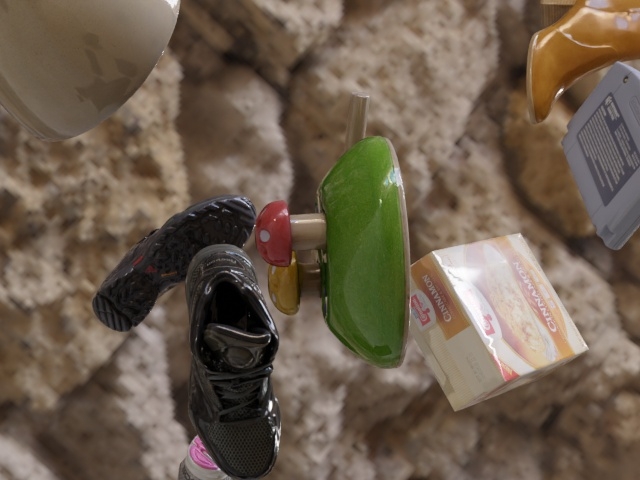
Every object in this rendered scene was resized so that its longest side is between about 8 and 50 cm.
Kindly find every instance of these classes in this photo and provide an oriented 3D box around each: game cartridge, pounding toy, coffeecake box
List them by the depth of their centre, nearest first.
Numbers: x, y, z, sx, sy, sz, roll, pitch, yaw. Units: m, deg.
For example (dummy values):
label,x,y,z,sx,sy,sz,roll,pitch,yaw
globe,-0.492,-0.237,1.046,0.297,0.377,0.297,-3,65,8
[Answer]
label,x,y,z,sx,sy,sz,roll,pitch,yaw
pounding toy,0.000,0.000,1.202,0.237,0.110,0.182,-105,-167,-63
coffeecake box,0.166,0.076,1.490,0.068,0.185,0.142,-36,-104,32
game cartridge,0.478,-0.145,2.373,0.062,0.198,0.297,26,31,-24

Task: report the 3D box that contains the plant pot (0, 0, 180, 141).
label,x,y,z,sx,sy,sz,roll,pitch,yaw
plant pot,-0.344,-0.295,1.904,0.284,0.284,0.191,18,-16,48

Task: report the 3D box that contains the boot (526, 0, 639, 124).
label,x,y,z,sx,sy,sz,roll,pitch,yaw
boot,0.457,-0.310,2.498,0.211,0.295,0.104,5,-35,16

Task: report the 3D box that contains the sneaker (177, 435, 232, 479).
label,x,y,z,sx,sy,sz,roll,pitch,yaw
sneaker,-0.106,0.221,1.545,0.063,0.074,0.170,30,20,5

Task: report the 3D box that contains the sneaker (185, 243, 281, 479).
label,x,y,z,sx,sy,sz,roll,pitch,yaw
sneaker,-0.080,0.127,1.380,0.130,0.087,0.227,-111,-163,-75

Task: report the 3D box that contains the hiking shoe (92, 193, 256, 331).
label,x,y,z,sx,sy,sz,roll,pitch,yaw
hiking shoe,-0.173,0.007,1.773,0.086,0.227,0.114,51,13,-22
